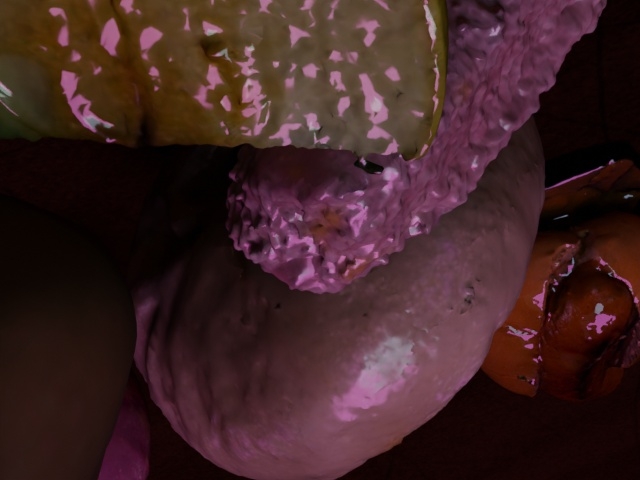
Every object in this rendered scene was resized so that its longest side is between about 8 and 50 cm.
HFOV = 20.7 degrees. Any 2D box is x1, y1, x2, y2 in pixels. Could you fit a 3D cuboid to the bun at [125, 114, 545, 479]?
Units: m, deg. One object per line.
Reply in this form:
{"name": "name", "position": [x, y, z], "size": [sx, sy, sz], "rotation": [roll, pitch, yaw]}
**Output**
{"name": "bun", "position": [-0.003, 0.004, 0.943], "size": [0.168, 0.273, 0.273], "rotation": [36, 131, -23]}

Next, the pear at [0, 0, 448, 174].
{"name": "pear", "position": [-0.091, -0.161, 0.682], "size": [0.288, 0.139, 0.239], "rotation": [3, 135, 12]}

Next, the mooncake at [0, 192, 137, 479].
{"name": "mooncake", "position": [-0.316, 0.073, 0.700], "size": [0.467, 0.262, 0.467], "rotation": [11, -170, -2]}

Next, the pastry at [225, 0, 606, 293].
{"name": "pastry", "position": [0.055, -0.096, 0.802], "size": [0.265, 0.103, 0.112], "rotation": [-50, 154, -21]}

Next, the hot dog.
{"name": "hot dog", "position": [0.198, 0.056, 1.302], "size": [0.194, 0.107, 0.326], "rotation": [-21, 155, 14]}

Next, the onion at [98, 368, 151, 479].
{"name": "onion", "position": [-0.201, 0.116, 1.107], "size": [0.200, 0.207, 0.201], "rotation": [-24, 132, -29]}
